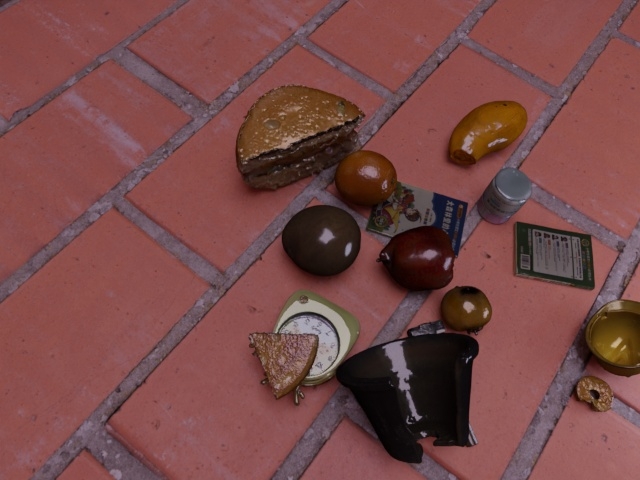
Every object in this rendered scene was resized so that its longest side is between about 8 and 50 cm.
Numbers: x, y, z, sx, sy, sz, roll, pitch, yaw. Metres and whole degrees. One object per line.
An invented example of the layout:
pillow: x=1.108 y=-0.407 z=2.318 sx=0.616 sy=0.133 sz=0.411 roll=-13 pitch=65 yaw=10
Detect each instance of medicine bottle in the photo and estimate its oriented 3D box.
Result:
medicine bottle: x=0.618 y=-0.146 z=1.703 sx=0.135 sy=0.168 sz=0.135 roll=2 pitch=66 yaw=-4

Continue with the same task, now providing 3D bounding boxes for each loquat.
loquat: x=0.444 y=0.210 z=1.536 sx=0.163 sy=0.137 sz=0.163 roll=12 pitch=58 yaw=-20

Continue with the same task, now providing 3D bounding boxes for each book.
book: x=0.336 y=-0.085 z=1.732 sx=0.322 sy=0.018 sz=0.228 roll=17 pitch=65 yaw=3
book: x=0.786 y=0.049 z=1.703 sx=0.264 sy=0.027 sz=0.202 roll=10 pitch=63 yaw=1

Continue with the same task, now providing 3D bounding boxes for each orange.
orange: x=0.152 y=-0.205 z=1.676 sx=0.205 sy=0.206 sz=0.206 roll=2 pitch=64 yaw=-4

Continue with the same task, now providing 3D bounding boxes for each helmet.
helmet: x=0.917 y=0.318 z=1.526 sx=0.205 sy=0.140 sz=0.257 roll=15 pitch=48 yaw=38

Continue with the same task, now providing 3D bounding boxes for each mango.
mango: x=0.604 y=-0.402 z=1.840 sx=0.359 sy=0.144 sz=0.187 roll=-28 pitch=67 yaw=-14

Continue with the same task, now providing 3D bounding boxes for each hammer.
hammer: x=0.373 y=0.417 z=1.488 sx=0.111 sy=0.043 sz=0.366 roll=-15 pitch=69 yaw=-13

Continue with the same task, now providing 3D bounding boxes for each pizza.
pizza: x=-0.107 y=0.304 z=1.381 sx=0.193 sy=0.053 sz=0.201 roll=40 pitch=81 yaw=12

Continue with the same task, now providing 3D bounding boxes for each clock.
clock: x=-0.043 y=0.312 z=1.466 sx=0.235 sy=0.096 sz=0.308 roll=29 pitch=66 yaw=8

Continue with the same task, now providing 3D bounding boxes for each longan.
longan: x=0.000 y=0.000 z=1.553 sx=0.248 sy=0.248 sz=0.248 roll=2 pitch=64 yaw=-4

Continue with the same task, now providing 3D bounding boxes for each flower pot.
flower pot: x=0.251 y=0.414 z=1.342 sx=0.379 sy=0.379 sz=0.251 roll=-16 pitch=92 yaw=-12

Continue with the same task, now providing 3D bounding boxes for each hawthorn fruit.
hawthorn fruit: x=0.288 y=0.054 z=1.557 sx=0.248 sy=0.208 sz=0.208 roll=6 pitch=64 yaw=-12

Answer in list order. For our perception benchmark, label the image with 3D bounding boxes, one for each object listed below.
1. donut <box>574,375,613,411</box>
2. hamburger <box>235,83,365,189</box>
donut: x=0.811 y=0.456 z=1.502 sx=0.108 sy=0.043 sz=0.097 roll=38 pitch=68 yaw=14
hamburger: x=-0.097 y=-0.366 z=1.688 sx=0.445 sy=0.268 sz=0.287 roll=-23 pitch=70 yaw=-10
